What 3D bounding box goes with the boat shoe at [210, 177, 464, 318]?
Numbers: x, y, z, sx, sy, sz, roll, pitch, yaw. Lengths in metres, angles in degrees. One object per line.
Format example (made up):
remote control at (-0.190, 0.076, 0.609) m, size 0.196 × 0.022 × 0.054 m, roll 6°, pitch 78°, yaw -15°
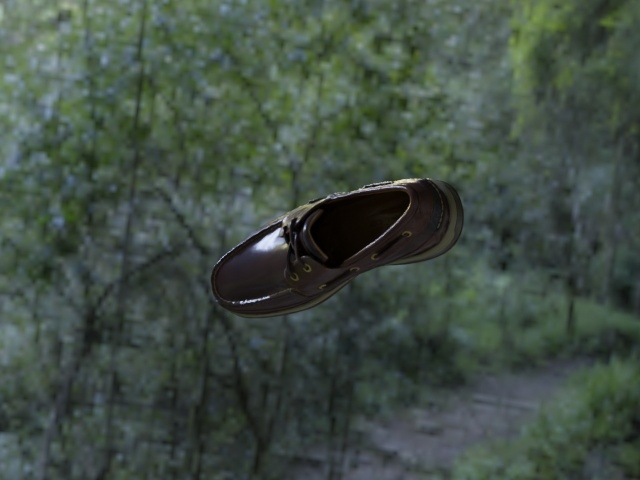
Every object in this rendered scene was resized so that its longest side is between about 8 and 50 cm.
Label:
boat shoe at (0.000, 0.000, 0.984) m, size 0.178 × 0.064 × 0.060 m, roll -21°, pitch -19°, yaw 25°
